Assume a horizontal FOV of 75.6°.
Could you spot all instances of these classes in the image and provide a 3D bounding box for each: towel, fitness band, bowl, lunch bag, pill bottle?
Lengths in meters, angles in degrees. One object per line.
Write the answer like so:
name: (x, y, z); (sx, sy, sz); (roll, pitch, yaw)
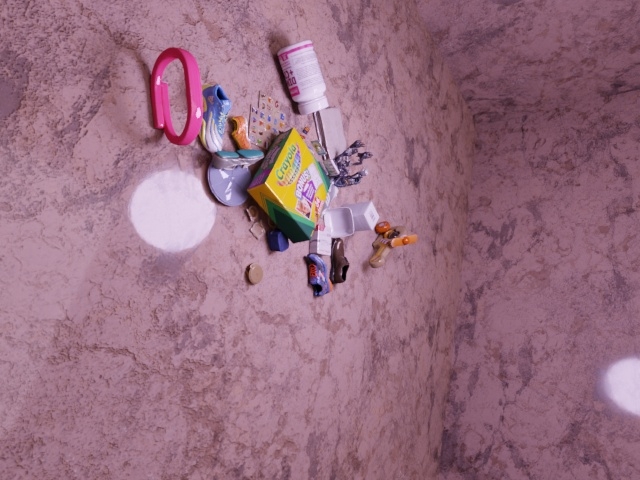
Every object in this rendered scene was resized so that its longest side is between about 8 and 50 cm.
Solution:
towel: (0.058, -0.517, 2.047); (0.187, 0.049, 0.282); (-25, 107, -52)
fitness band: (-0.445, -0.442, 1.280); (0.054, 0.209, 0.291); (-9, 94, -53)
bowl: (0.093, -0.089, 1.990); (0.053, 0.142, 0.142); (-29, 111, -73)
lunch bag: (-0.176, -0.005, 1.691); (0.067, 0.065, 0.098); (-29, 119, -53)
pill bottle: (-0.070, -0.709, 1.813); (0.160, 0.160, 0.283); (-40, 117, -46)

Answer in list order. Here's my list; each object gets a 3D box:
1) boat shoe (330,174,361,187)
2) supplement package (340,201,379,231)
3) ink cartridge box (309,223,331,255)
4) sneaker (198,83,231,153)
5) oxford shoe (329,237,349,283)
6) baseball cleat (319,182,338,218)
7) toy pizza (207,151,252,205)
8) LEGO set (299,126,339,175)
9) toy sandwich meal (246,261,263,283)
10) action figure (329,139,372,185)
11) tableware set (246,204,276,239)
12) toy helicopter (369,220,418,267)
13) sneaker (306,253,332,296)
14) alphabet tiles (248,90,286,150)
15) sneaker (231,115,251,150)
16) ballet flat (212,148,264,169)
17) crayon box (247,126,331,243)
boat shoe: (0.127, -0.304, 2.084); (0.183, 0.083, 0.065); (-18, 101, -50)
supplement package: (0.182, -0.116, 2.058); (0.105, 0.179, 0.105); (58, 46, -31)
ink cartridge box: (0.000, 0.000, 1.918); (0.099, 0.056, 0.135); (13, 76, -50)
sneaker: (-0.368, -0.430, 1.442); (0.091, 0.126, 0.240); (-19, 101, -50)
oxford shoe: (0.104, 0.097, 2.011); (0.083, 0.096, 0.227); (9, 78, -49)
baseball cleat: (0.010, -0.199, 1.955); (0.109, 0.072, 0.206); (45, 50, -20)
toy pizza: (-0.338, -0.227, 1.536); (0.201, 0.032, 0.201); (6, 83, -50)
LEGO set: (-0.033, -0.391, 1.811); (0.060, 0.182, 0.244); (-56, 127, -30)
toy sandwich meal: (-0.258, 0.129, 1.608); (0.085, 0.029, 0.085); (-2, 92, -54)
action figure: (0.153, -0.380, 2.009); (0.164, 0.141, 0.276); (55, 51, -25)
tableware set: (-0.235, -0.097, 1.663); (0.168, 0.020, 0.141); (-44, 121, -44)
toy helicopter: (0.378, 0.032, 2.247); (0.355, 0.235, 0.140); (-50, 125, -41)
sneaker: (-0.015, 0.160, 1.870); (0.087, 0.083, 0.221); (-38, 114, -40)
alphabet tiles: (-0.220, -0.494, 1.728); (0.198, 0.009, 0.237); (14, 76, -50)
sneaker: (-0.307, -0.386, 1.581); (0.067, 0.064, 0.175); (-13, 93, -29)
ballet flat: (-0.303, -0.294, 1.511); (0.213, 0.072, 0.068); (-15, 136, -45)
crayon box: (-0.110, -0.226, 1.692); (0.313, 0.106, 0.363); (52, 40, -35)
